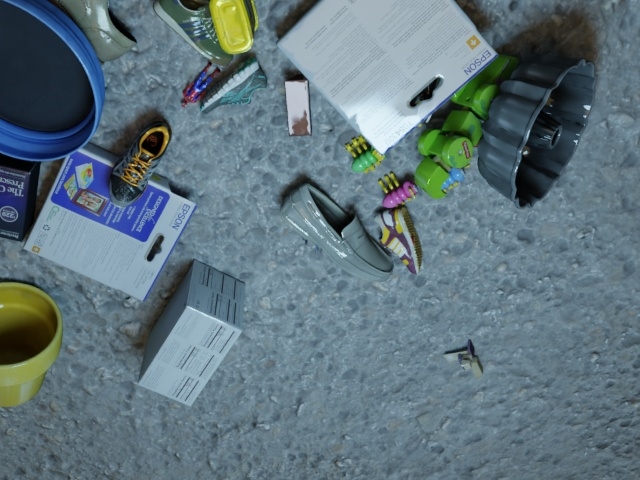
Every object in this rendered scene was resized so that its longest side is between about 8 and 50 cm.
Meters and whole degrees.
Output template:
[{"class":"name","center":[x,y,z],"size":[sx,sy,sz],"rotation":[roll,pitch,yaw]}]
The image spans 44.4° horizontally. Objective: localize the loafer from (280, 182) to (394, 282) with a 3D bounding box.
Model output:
[{"class":"loafer","center":[0.054,-0.015,1.822],"size":[0.319,0.112,0.111],"rotation":[34,128,-19]}]

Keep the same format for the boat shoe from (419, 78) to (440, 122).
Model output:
[{"class":"boat shoe","center":[0.229,-0.315,1.677],"size":[0.038,0.046,0.125],"rotation":[13,87,-9]}]

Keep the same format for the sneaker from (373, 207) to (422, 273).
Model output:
[{"class":"sneaker","center":[0.187,0.004,1.874],"size":[0.084,0.069,0.185],"rotation":[-9,121,21]}]

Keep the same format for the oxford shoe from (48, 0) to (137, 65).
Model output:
[{"class":"oxford shoe","center":[-0.480,-0.509,1.527],"size":[0.130,0.123,0.348],"rotation":[-22,128,4]}]

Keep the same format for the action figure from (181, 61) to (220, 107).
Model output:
[{"class":"action figure","center":[-0.262,-0.329,1.682],"size":[0.038,0.030,0.115],"rotation":[33,115,-25]}]

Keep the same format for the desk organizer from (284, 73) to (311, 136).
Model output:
[{"class":"desk organizer","center":[-0.047,-0.293,1.701],"size":[0.050,0.047,0.130],"rotation":[-3,119,2]}]

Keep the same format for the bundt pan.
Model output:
[{"class":"bundt pan","center":[0.437,-0.236,1.633],"size":[0.124,0.331,0.330],"rotation":[29,124,30]}]

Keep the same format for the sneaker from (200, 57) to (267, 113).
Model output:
[{"class":"sneaker","center":[-0.183,-0.313,1.676],"size":[0.166,0.065,0.076],"rotation":[-33,120,17]}]

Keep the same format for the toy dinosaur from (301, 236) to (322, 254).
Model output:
[{"class":"toy dinosaur","center":[0.000,0.000,1.873],"size":[0.082,0.047,0.090],"rotation":[-1,110,-23]}]

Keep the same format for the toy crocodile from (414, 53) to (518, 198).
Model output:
[{"class":"toy crocodile","center":[0.311,-0.247,1.668],"size":[0.105,0.115,0.340],"rotation":[32,88,-35]}]

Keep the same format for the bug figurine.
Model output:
[{"class":"bug figurine","center":[0.193,-0.179,1.761],"size":[0.216,0.072,0.279],"rotation":[-35,116,16]}]

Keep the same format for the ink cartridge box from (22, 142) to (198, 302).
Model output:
[{"class":"ink cartridge box","center":[-0.483,-0.043,1.813],"size":[0.307,0.072,0.303],"rotation":[25,114,-18]}]

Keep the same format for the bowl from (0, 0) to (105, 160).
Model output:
[{"class":"bowl","center":[-0.617,-0.335,1.569],"size":[0.391,0.077,0.391],"rotation":[8,135,8]}]

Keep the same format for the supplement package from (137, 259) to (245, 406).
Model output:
[{"class":"supplement package","center":[-0.308,0.221,1.887],"size":[0.145,0.204,0.262],"rotation":[27,115,-18]}]

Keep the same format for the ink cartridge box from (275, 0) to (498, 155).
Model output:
[{"class":"ink cartridge box","center":[0.135,-0.399,1.617],"size":[0.324,0.071,0.330],"rotation":[-40,107,17]}]

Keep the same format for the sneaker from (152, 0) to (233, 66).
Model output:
[{"class":"sneaker","center":[-0.241,-0.442,1.588],"size":[0.192,0.064,0.086],"rotation":[38,126,-18]}]

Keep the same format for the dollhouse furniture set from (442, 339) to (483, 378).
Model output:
[{"class":"dollhouse furniture set","center":[0.373,0.337,2.063],"size":[0.081,0.091,0.114],"rotation":[-16,123,24]}]

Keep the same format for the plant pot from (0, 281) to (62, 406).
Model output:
[{"class":"plant pot","center":[-0.754,0.269,1.887],"size":[0.254,0.254,0.239],"rotation":[12,134,-9]}]

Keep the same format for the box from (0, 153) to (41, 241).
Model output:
[{"class":"box","center":[-0.770,-0.122,1.735],"size":[0.261,0.103,0.184],"rotation":[13,121,-10]}]

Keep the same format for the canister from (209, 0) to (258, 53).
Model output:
[{"class":"canister","center":[-0.169,-0.446,1.537],"size":[0.073,0.170,0.126],"rotation":[-12,119,4]}]

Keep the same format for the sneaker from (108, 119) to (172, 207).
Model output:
[{"class":"sneaker","center":[-0.390,-0.168,1.689],"size":[0.084,0.083,0.215],"rotation":[28,87,-18]}]
